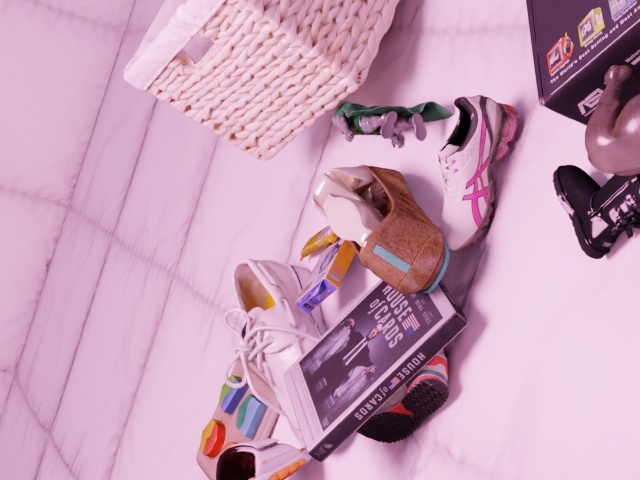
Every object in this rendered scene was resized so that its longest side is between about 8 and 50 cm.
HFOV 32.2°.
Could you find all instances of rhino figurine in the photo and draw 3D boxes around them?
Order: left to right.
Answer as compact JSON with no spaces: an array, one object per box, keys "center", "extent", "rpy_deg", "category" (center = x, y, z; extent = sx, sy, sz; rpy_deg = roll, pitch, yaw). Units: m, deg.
[{"center":[0.342,-0.119,0.987],"extent":[0.243,0.073,0.106],"rpy_deg":[-13,46,42],"category":"rhino figurine"}]

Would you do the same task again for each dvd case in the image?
[{"center":[0.059,0.133,1.333],"extent":[0.238,0.030,0.179],"rpy_deg":[-45,25,10],"category":"dvd case"}]

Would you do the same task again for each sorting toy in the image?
[{"center":[-0.134,0.290,1.714],"extent":[0.193,0.038,0.208],"rpy_deg":[28,100,63],"category":"sorting toy"}]

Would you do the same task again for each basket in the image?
[{"center":[-0.068,-0.343,1.626],"extent":[0.328,0.266,0.331],"rpy_deg":[-31,30,54],"category":"basket"}]

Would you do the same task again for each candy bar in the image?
[{"center":[0.000,0.000,1.610],"extent":[0.040,0.018,0.161],"rpy_deg":[-56,9,-19],"category":"candy bar"}]

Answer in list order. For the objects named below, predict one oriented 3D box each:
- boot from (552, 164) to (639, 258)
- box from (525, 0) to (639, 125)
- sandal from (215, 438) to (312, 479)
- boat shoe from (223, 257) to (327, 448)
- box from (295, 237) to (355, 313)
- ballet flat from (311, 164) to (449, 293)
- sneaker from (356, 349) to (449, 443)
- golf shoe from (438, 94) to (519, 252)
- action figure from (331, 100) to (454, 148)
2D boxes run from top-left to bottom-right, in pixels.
[{"center":[0.286,-0.051,1.097],"extent":[0.099,0.045,0.121],"rpy_deg":[-51,41,42],"category":"boot"},{"center":[0.357,-0.342,1.079],"extent":[0.395,0.097,0.318],"rpy_deg":[-42,37,47],"category":"box"},{"center":[-0.104,0.301,1.432],"extent":[0.102,0.265,0.076],"rpy_deg":[-41,78,30],"category":"sandal"},{"center":[-0.067,0.140,1.541],"extent":[0.135,0.157,0.367],"rpy_deg":[-58,30,28],"category":"boat shoe"},{"center":[0.012,0.043,1.535],"extent":[0.081,0.028,0.136],"rpy_deg":[-43,16,45],"category":"box"},{"center":[0.056,-0.032,1.387],"extent":[0.116,0.124,0.342],"rpy_deg":[-62,18,15],"category":"ballet flat"},{"center":[0.101,0.181,1.321],"extent":[0.161,0.057,0.075],"rpy_deg":[-47,21,43],"category":"sneaker"},{"center":[0.165,-0.080,1.304],"extent":[0.067,0.086,0.186],"rpy_deg":[21,96,63],"category":"golf shoe"},{"center":[0.073,-0.161,1.523],"extent":[0.232,0.137,0.063],"rpy_deg":[-161,75,-72],"category":"action figure"}]
